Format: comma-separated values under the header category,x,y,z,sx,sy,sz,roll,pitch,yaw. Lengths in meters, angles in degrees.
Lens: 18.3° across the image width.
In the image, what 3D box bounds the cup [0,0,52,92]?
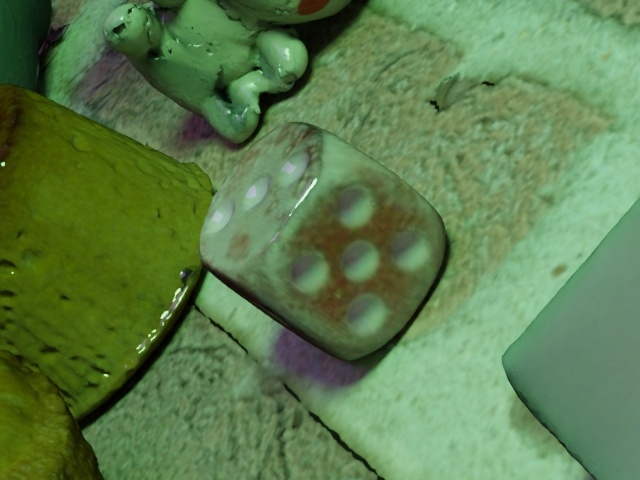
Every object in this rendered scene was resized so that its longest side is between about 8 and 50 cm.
category,x,y,z,sx,sy,sz,roll,pitch,yaw
cup,-0.295,-0.124,1.549,0.199,0.199,0.150,-40,47,24

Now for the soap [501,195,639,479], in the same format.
category,x,y,z,sx,sy,sz,roll,pitch,yaw
soap,0.198,0.004,0.713,0.259,0.081,0.181,-51,26,6

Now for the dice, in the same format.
category,x,y,z,sx,sy,sz,roll,pitch,yaw
dice,0.000,0.000,1.008,0.091,0.094,0.093,-55,29,-6

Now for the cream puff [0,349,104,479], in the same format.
category,x,y,z,sx,sy,sz,roll,pitch,yaw
cream puff,-0.247,0.177,1.019,0.303,0.303,0.212,-117,30,-60

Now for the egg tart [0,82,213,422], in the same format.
category,x,y,z,sx,sy,sz,roll,pitch,yaw
egg tart,-0.176,0.000,1.224,0.202,0.147,0.202,-35,33,27

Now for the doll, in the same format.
category,x,y,z,sx,sy,sz,roll,pitch,yaw
doll,-0.044,-0.159,1.236,0.192,0.149,0.095,-50,15,25
